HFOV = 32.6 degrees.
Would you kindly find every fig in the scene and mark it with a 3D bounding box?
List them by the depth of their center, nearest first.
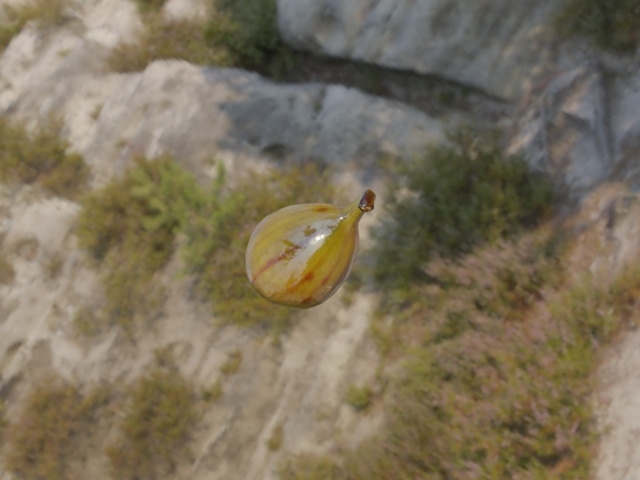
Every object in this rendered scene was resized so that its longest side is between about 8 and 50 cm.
[{"bbox_3d":[0.000,0.000,0.506,0.083,0.050,0.050,-39,22,40],"label":"fig"}]
